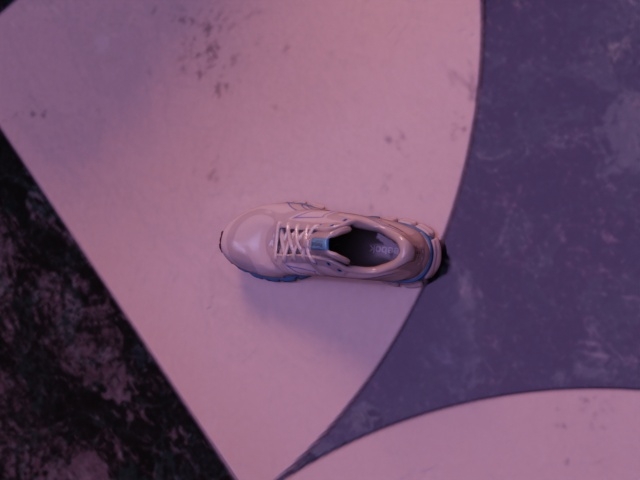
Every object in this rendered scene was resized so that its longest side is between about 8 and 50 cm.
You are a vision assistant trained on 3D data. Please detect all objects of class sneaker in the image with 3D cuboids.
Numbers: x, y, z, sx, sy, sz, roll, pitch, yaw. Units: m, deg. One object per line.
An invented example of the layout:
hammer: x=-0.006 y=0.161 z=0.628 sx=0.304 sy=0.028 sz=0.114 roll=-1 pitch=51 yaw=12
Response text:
sneaker: x=0.000 y=0.000 z=1.526 sx=0.190 sy=0.083 sz=0.071 roll=2 pitch=87 yaw=19
